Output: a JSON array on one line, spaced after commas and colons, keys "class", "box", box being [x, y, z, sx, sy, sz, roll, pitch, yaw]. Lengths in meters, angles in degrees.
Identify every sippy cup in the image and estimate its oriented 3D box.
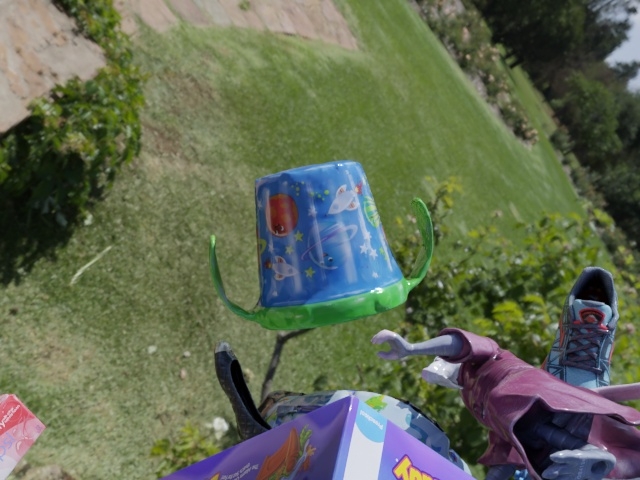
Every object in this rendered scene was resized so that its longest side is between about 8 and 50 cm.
[{"class": "sippy cup", "box": [0.000, 0.000, 1.046, 0.305, 0.240, 0.224, -13, 95, -44]}]

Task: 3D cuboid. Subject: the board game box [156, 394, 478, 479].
[{"class": "board game box", "box": [-0.013, 0.256, 0.530, 0.233, 0.347, 0.078, 37, 43, -20]}]

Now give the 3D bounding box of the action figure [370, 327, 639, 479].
[{"class": "action figure", "box": [0.242, 0.184, 0.832, 0.248, 0.275, 0.370, 66, -9, -16]}]

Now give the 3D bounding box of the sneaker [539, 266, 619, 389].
[{"class": "sneaker", "box": [0.390, 0.145, 1.035, 0.125, 0.104, 0.262, 78, 28, -44]}]

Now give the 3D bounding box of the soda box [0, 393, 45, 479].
[{"class": "soda box", "box": [-0.550, 0.363, 1.058, 0.092, 0.083, 0.263, 57, 34, -23]}]

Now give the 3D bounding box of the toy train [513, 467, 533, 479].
[{"class": "toy train", "box": [0.267, 0.342, 0.846, 0.080, 0.105, 0.184, 21, -4, 17]}]

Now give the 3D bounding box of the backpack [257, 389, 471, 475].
[{"class": "backpack", "box": [0.057, 0.355, 1.028, 0.290, 0.355, 0.273, 55, 42, -9]}]

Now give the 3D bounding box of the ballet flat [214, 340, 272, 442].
[{"class": "ballet flat", "box": [-0.118, 0.228, 1.048, 0.057, 0.049, 0.173, 25, 35, -61]}]
